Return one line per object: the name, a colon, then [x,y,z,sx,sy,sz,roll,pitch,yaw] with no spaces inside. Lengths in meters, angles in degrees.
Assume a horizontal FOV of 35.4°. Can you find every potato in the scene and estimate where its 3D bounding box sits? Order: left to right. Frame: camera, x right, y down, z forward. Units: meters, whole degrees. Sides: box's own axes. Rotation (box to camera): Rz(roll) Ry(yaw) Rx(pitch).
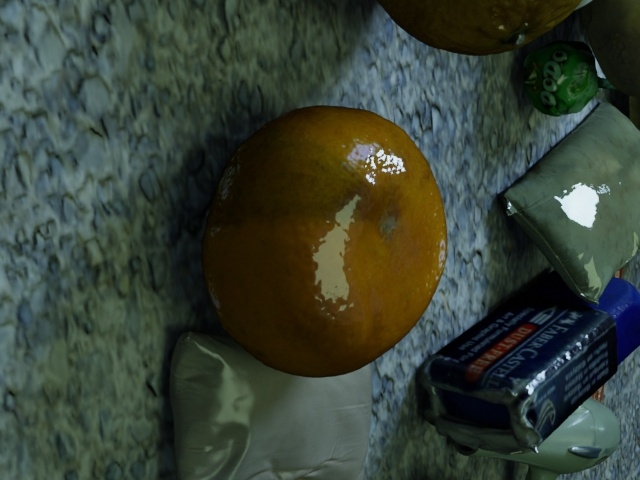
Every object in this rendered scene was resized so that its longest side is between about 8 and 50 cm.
potato: [0.391,-0.294,1.226,0.191,0.141,0.296,61,22,-23]

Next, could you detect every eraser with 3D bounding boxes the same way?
eraser: [0.275,0.141,1.243,0.332,0.155,0.101,-29,120,-41]

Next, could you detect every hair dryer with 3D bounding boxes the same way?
hair dryer: [0.255,0.312,1.329,0.296,0.119,0.298,35,86,-41]

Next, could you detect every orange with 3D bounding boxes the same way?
orange: [0.000,0.000,0.880,0.240,0.171,0.240,-6,98,-43]
orange: [0.133,-0.292,0.890,0.264,0.264,0.264,-16,112,-46]

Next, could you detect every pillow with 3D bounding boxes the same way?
pillow: [-0.040,0.172,0.961,0.270,0.067,0.173,6,90,-49]
pillow: [0.367,-0.056,1.319,0.185,0.075,0.302,50,53,2]

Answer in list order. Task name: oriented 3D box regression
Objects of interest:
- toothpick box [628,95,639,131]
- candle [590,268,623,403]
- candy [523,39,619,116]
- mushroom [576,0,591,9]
toothpick box: [0.608,-0.179,1.403,0.190,0.308,0.187,-35,124,-48]
candle: [0.415,0.108,1.480,0.051,0.048,0.329,-1,102,-35]
candy: [0.357,-0.205,1.316,0.323,0.097,0.097,-8,106,-55]
mushroom: [0.210,-0.384,1.066,0.122,0.159,0.329,-38,124,-8]
